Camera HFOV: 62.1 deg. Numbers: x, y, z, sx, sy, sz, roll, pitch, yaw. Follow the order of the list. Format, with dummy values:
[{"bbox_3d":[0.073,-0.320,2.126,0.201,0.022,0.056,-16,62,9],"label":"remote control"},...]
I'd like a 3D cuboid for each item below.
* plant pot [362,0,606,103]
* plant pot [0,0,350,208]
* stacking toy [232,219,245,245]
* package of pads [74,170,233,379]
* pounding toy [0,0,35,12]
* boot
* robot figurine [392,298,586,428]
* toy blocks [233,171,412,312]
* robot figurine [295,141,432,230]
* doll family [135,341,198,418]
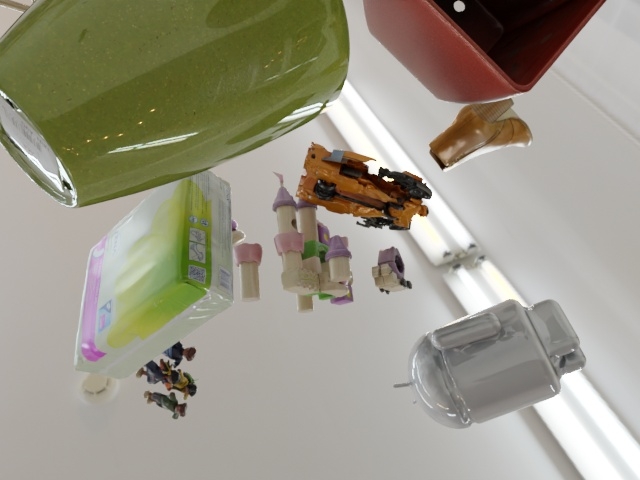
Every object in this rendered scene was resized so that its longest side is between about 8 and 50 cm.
[{"bbox_3d":[0.214,-0.352,0.761,0.267,0.236,0.267,42,-99,-5],"label":"plant pot"},{"bbox_3d":[-0.167,-0.172,0.531,0.275,0.274,0.293,33,-123,21],"label":"plant pot"},{"bbox_3d":[-0.329,-0.110,1.356,0.141,0.141,0.330,-29,-92,-28],"label":"stacking toy"},{"bbox_3d":[-0.252,0.047,0.810,0.101,0.296,0.229,29,-140,-39],"label":"package of pads"},{"bbox_3d":[-0.403,-0.405,0.792,0.181,0.094,0.206,-12,-125,-17],"label":"pounding toy"},{"bbox_3d":[0.371,-0.235,1.253,0.295,0.211,0.104,18,-144,-56],"label":"boot"},{"bbox_3d":[0.325,0.246,1.052,0.353,0.300,0.199,-25,-143,14],"label":"robot figurine"},{"bbox_3d":[0.000,0.000,1.208,0.309,0.289,0.260,-16,-112,27],"label":"toy blocks"},{"bbox_3d":[0.099,-0.113,1.160,0.291,0.211,0.085,16,-119,-4],"label":"robot figurine"},{"bbox_3d":[-0.284,0.255,1.010,0.111,0.193,0.076,12,-140,25],"label":"doll family"}]
